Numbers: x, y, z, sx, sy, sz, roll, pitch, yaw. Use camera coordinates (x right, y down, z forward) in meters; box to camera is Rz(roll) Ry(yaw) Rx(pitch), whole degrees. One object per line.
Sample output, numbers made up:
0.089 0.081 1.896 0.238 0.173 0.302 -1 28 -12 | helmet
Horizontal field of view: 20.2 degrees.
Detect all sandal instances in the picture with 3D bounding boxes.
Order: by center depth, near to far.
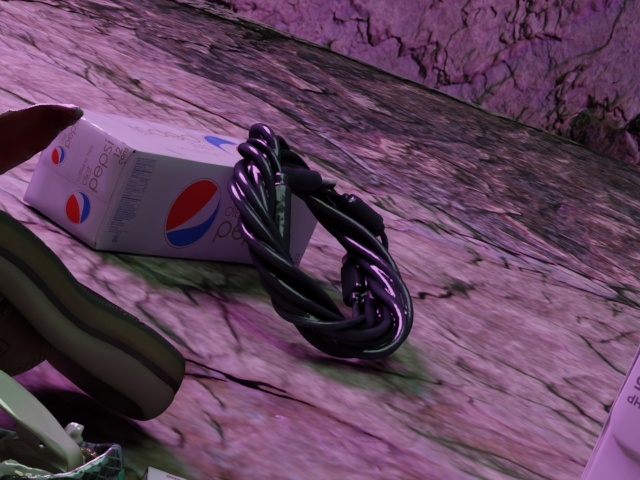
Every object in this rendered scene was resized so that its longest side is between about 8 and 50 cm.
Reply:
-0.157 0.019 0.706 0.120 0.086 0.303 31 -9 40 | sandal

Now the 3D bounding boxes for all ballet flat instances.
-0.153 0.059 0.635 0.188 0.070 0.070 24 11 2 | ballet flat

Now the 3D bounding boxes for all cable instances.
0.000 0.000 1.109 0.150 0.047 0.184 51 20 -17 | cable

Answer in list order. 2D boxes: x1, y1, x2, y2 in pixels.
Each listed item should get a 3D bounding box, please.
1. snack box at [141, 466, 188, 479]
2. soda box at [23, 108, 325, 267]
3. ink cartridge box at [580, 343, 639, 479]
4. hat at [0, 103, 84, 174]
0.011 0.138 0.703 0.178 0.022 0.064 21 10 -8 | snack box
-0.087 -0.032 1.176 0.074 0.069 0.216 31 13 32 | soda box
0.323 0.112 0.993 0.270 0.197 0.198 12 16 -44 | ink cartridge box
-0.219 -0.001 0.468 0.208 0.183 0.173 12 15 -44 | hat
